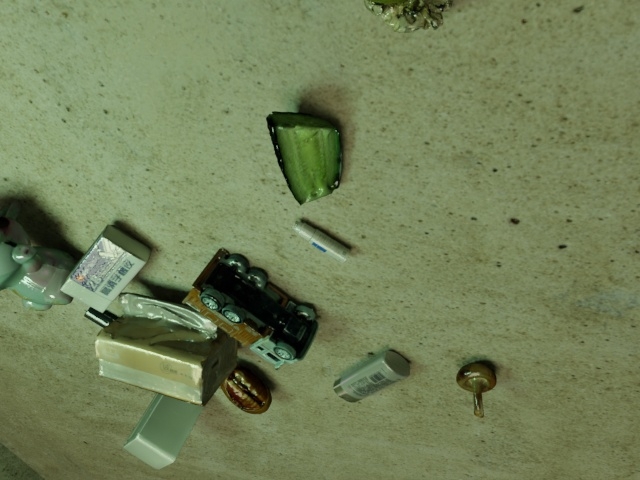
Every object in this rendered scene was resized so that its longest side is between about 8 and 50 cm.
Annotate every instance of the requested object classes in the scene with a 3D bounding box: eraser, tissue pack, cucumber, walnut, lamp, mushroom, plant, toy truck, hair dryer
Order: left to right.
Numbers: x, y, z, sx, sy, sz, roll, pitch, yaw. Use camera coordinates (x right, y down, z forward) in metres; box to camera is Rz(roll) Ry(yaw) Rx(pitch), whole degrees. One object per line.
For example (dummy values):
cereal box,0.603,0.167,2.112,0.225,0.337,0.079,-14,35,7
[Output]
lamp,-0.770,0.035,1.340,0.247,0.247,0.301,-12,147,36
eraser,-0.528,0.073,1.305,0.125,0.068,0.210,36,114,-24
hair dryer,-0.602,0.242,1.513,0.173,0.050,0.195,31,166,-7
tissue pack,-0.486,0.571,1.687,0.136,0.246,0.159,39,135,-12
tissue pack,-0.391,0.255,1.381,0.306,0.238,0.238,12,135,14
walnut,-0.221,0.427,1.534,0.116,0.115,0.207,-22,119,37
toy truck,-0.167,0.174,1.256,0.305,0.136,0.162,38,141,-10
cucumber,-0.028,-0.154,0.923,0.085,0.116,0.192,48,161,44
plant,0.109,-0.319,0.684,0.117,0.122,0.104,20,125,15
mushroom,0.358,0.338,1.219,0.088,0.073,0.129,-2,97,7

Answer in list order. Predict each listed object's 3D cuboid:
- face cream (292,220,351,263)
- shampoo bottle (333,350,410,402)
face cream,0.000,0.000,1.087,0.130,0.034,0.034,32,136,-8
shampoo bottle,0.126,0.350,1.348,0.086,0.055,0.227,34,135,-12
